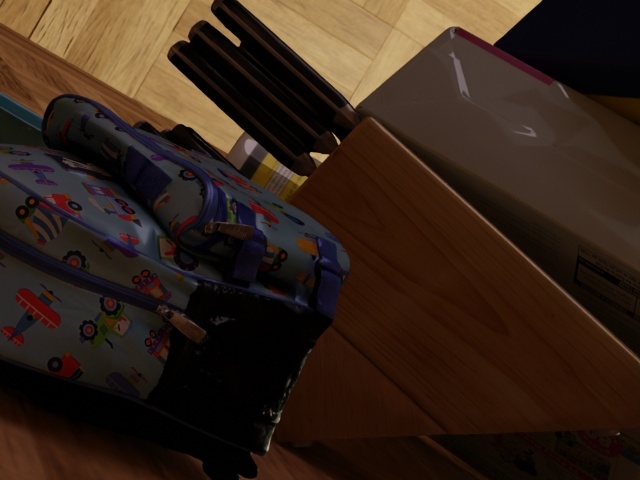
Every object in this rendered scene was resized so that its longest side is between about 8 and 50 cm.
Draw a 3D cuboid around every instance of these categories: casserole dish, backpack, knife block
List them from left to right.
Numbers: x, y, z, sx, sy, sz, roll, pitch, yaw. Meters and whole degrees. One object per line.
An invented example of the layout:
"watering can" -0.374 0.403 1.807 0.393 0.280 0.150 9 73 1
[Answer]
"casserole dish" -0.271 -0.104 1.392 0.188 0.037 0.114 30 4 -1
"backpack" -0.098 0.008 0.742 0.173 0.117 0.158 24 7 -40
"knife block" 0.041 -0.015 0.952 0.275 0.242 0.088 -3 0 8

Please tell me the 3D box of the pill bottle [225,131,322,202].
"pill bottle" 0.000 0.000 1.531 0.208 0.119 0.119 31 4 1

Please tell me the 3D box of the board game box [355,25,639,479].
"board game box" 0.136 0.043 1.101 0.224 0.097 0.303 33 -31 24

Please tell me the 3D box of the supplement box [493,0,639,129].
"supplement box" 0.289 -0.020 1.117 0.194 0.195 0.356 12 -44 48
